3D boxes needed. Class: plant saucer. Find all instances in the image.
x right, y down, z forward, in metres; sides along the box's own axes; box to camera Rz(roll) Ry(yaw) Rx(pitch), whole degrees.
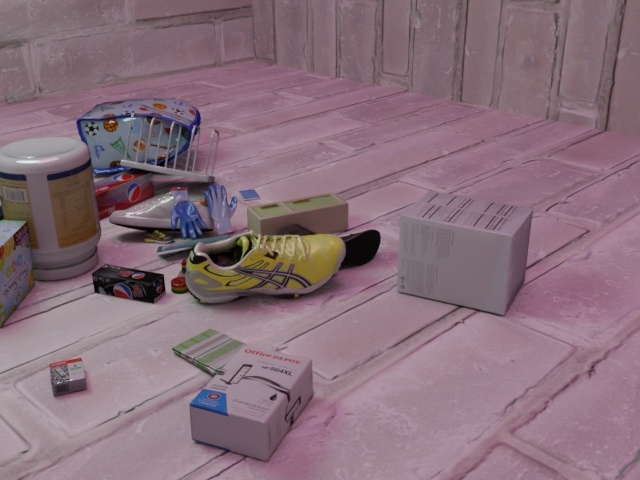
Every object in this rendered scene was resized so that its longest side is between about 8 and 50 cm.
[{"bbox_3d":[-0.338,0.008,1.985,0.192,0.018,0.067,-9,1,-26],"label":"plant saucer"}]

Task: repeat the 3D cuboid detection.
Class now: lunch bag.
[{"bbox_3d":[-0.622,-0.381,2.641,0.385,0.239,0.328,-9,23,-2],"label":"lunch bag"}]

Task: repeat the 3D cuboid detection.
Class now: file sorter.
[{"bbox_3d":[-0.474,-0.297,2.396,0.277,0.173,0.193,11,4,-3],"label":"file sorter"}]

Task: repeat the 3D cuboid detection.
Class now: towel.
[{"bbox_3d":[-0.215,0.231,1.524,0.152,0.023,0.113,17,27,39],"label":"towel"}]

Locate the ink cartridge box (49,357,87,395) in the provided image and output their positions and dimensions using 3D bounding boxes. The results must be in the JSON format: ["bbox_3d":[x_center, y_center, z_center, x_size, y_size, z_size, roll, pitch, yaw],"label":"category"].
[{"bbox_3d":[-0.496,0.256,1.455,0.062,0.029,0.115,-10,26,-19],"label":"ink cartridge box"}]

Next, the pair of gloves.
[{"bbox_3d":[-0.318,-0.081,2.040,0.198,0.159,0.023,-9,-18,-24],"label":"pair of gloves"}]

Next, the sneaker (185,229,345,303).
[{"bbox_3d":[-0.121,0.049,1.723,0.384,0.147,0.145,-13,55,-13],"label":"sneaker"}]

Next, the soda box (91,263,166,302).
[{"bbox_3d":[-0.457,0.102,1.770,0.168,0.053,0.060,8,26,19],"label":"soda box"}]

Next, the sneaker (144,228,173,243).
[{"bbox_3d":[-0.447,-0.012,2.047,0.083,0.035,0.031,1,25,4],"label":"sneaker"}]

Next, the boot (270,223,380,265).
[{"bbox_3d":[0.000,0.000,1.946,0.262,0.091,0.229,-20,31,-33],"label":"boot"}]

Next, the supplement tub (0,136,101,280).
[{"bbox_3d":[-0.676,-0.082,1.862,0.228,0.316,0.228,0,24,0],"label":"supplement tub"}]

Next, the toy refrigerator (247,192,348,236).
[{"bbox_3d":[-0.062,-0.064,2.087,0.269,0.094,0.102,-12,27,-23],"label":"toy refrigerator"}]

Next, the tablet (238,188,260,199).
[{"bbox_3d":[-0.228,-0.146,2.380,0.054,0.006,0.083,-8,26,-17],"label":"tablet"}]

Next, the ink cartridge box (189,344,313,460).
[{"bbox_3d":[-0.118,0.281,1.323,0.148,0.086,0.203,8,26,20],"label":"ink cartridge box"}]

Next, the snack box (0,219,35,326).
[{"bbox_3d":[-0.729,0.071,1.695,0.070,0.175,0.207,4,23,1],"label":"snack box"}]

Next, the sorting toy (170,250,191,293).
[{"bbox_3d":[-0.282,0.053,1.887,0.132,0.046,0.274,2,24,6],"label":"sorting toy"}]

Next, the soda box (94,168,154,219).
[{"bbox_3d":[-0.636,-0.143,2.285,0.092,0.084,0.263,14,28,29],"label":"soda box"}]

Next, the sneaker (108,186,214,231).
[{"bbox_3d":[-0.443,-0.088,2.085,0.289,0.123,0.106,1,-5,-9],"label":"sneaker"}]

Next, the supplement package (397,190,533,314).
[{"bbox_3d":[0.341,0.022,1.756,0.262,0.199,0.198,12,26,25],"label":"supplement package"}]

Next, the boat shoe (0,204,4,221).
[{"bbox_3d":[-0.855,-0.066,2.093,0.088,0.109,0.258,7,27,8],"label":"boat shoe"}]
